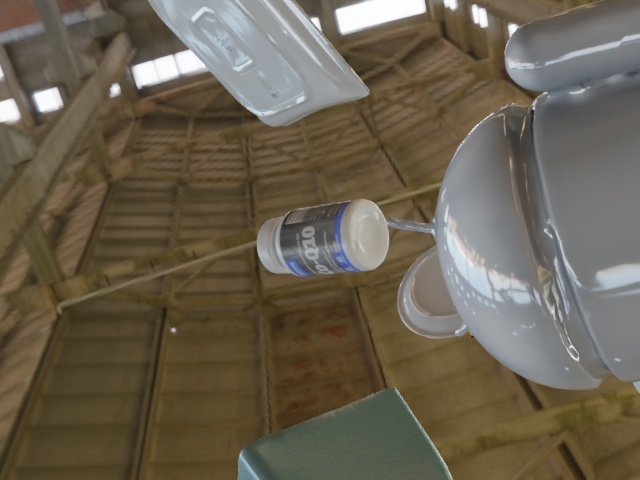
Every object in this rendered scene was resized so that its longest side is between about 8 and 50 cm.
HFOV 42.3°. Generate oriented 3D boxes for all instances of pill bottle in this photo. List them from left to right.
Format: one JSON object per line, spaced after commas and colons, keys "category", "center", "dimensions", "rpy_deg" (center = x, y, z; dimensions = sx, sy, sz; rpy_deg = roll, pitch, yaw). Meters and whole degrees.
{"category": "pill bottle", "center": [0.000, 0.000, 0.917], "dimensions": [0.137, 0.078, 0.078], "rpy_deg": [-8, -157, 40]}

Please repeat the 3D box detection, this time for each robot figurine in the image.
{"category": "robot figurine", "center": [0.225, -0.019, 0.528], "dimensions": [0.353, 0.300, 0.200], "rpy_deg": [-18, -157, 26]}

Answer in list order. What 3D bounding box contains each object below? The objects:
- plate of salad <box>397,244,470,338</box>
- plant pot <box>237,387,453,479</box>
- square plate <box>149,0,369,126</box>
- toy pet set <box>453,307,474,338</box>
{"category": "plate of salad", "center": [0.213, 0.073, 1.284], "dimensions": [0.199, 0.048, 0.200], "rpy_deg": [-24, -141, 21]}
{"category": "plant pot", "center": [0.056, 0.391, 1.068], "dimensions": [0.247, 0.247, 0.252], "rpy_deg": [-16, -139, -29]}
{"category": "square plate", "center": [-0.123, -0.298, 1.178], "dimensions": [0.049, 0.344, 0.347], "rpy_deg": [-48, -163, -15]}
{"category": "toy pet set", "center": [0.166, 0.052, 0.883], "dimensions": [0.065, 0.114, 0.122], "rpy_deg": [-16, -120, 24]}
